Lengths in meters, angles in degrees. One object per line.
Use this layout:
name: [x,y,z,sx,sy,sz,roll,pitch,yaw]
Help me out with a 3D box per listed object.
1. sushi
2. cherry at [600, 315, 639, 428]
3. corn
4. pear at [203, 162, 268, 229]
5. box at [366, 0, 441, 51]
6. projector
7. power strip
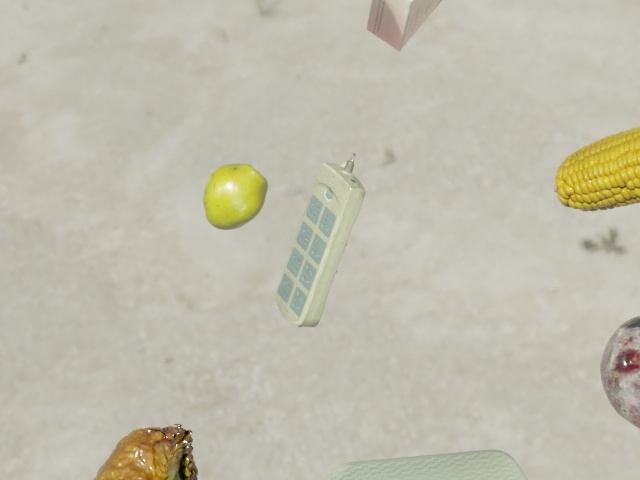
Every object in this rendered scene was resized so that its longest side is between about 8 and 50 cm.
sushi: [-0.172,0.306,1.499,0.287,0.149,0.140,-56,33,6]
cherry: [0.532,0.210,2.457,0.195,0.195,0.195,-17,18,6]
corn: [0.413,-0.100,1.851,0.313,0.102,0.102,-10,19,42]
pear: [-0.119,-0.060,2.084,0.097,0.092,0.092,-53,22,-2]
box: [0.089,-0.246,1.474,0.089,0.043,0.125,-52,-8,-13]
projector: [0.103,0.351,1.802,0.251,0.198,0.108,-3,40,-28]
power strip: [0.000,0.000,1.823,0.029,0.226,0.080,9,21,-30]
